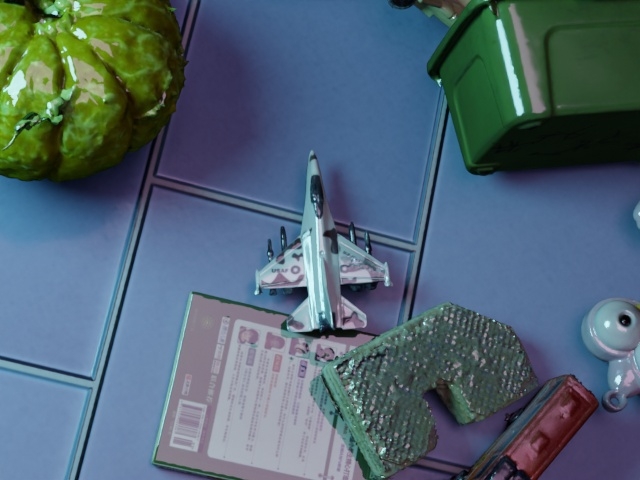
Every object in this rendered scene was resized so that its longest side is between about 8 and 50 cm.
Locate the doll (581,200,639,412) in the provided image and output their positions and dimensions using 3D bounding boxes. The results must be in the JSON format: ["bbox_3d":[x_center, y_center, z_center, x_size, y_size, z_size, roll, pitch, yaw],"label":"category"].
[{"bbox_3d":[0.427,0.053,1.544,0.160,0.094,0.365,30,70,0],"label":"doll"}]

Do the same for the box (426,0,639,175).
[{"bbox_3d":[0.316,-0.190,1.497,0.328,0.253,0.178,-7,74,-12],"label":"box"}]

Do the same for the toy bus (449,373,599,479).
[{"bbox_3d":[0.219,0.252,1.440,0.073,0.096,0.235,44,69,5],"label":"toy bus"}]

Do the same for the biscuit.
[{"bbox_3d":[0.130,0.158,1.448,0.250,0.046,0.147,-24,88,-29],"label":"biscuit"}]

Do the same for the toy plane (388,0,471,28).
[{"bbox_3d":[0.136,-0.315,1.563,0.092,0.229,0.244,-38,116,21],"label":"toy plane"}]

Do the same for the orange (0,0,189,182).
[{"bbox_3d":[-0.305,-0.202,1.387,0.300,0.223,0.301,-38,82,-30],"label":"orange"}]

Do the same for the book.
[{"bbox_3d":[-0.041,0.183,1.436,0.264,0.027,0.202,13,71,-8],"label":"book"}]

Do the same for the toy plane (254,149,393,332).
[{"bbox_3d":[0.000,0.012,1.475,0.160,0.082,0.234,-3,60,-5],"label":"toy plane"}]
